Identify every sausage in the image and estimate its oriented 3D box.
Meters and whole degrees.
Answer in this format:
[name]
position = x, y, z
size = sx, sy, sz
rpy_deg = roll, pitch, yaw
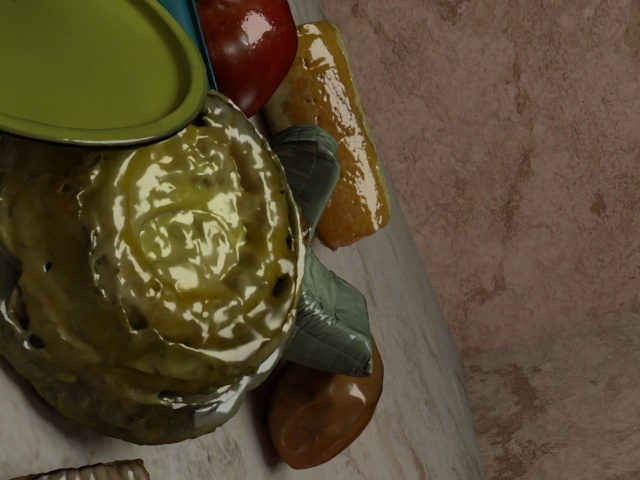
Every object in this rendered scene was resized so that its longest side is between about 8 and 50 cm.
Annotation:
[sausage]
position = 0.008, 0.176, 0.894
size = 0.120, 0.136, 0.241
rpy_deg = 48, 18, -4

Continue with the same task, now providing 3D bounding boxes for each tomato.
[tomato]
position = -0.102, -0.254, 0.896
size = 0.200, 0.139, 0.233
rpy_deg = 104, -29, -70

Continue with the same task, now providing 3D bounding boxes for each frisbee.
[frisbee]
position = -0.182, -0.136, 0.464
size = 0.235, 0.017, 0.236
rpy_deg = 23, 38, -19

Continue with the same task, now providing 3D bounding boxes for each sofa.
[sofa]
position = 0.000, 0.000, 0.811
size = 0.210, 0.175, 0.226
rpy_deg = -86, -166, -78

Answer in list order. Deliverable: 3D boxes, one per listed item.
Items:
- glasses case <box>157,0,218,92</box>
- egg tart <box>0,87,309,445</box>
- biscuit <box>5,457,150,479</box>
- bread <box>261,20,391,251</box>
[glasses case]
position = -0.164, -0.244, 0.757
size = 0.117, 0.070, 0.301
rpy_deg = -35, -114, 62
[egg tart]
position = -0.100, 0.001, 0.522
size = 0.278, 0.095, 0.279
rpy_deg = 11, 74, -45
[biscuit]
position = -0.170, 0.156, 0.320
size = 0.378, 0.054, 0.094
rpy_deg = 33, 42, -71
[bread]
position = 0.005, -0.183, 1.300
size = 0.236, 0.165, 0.376
rpy_deg = -60, 132, -70
